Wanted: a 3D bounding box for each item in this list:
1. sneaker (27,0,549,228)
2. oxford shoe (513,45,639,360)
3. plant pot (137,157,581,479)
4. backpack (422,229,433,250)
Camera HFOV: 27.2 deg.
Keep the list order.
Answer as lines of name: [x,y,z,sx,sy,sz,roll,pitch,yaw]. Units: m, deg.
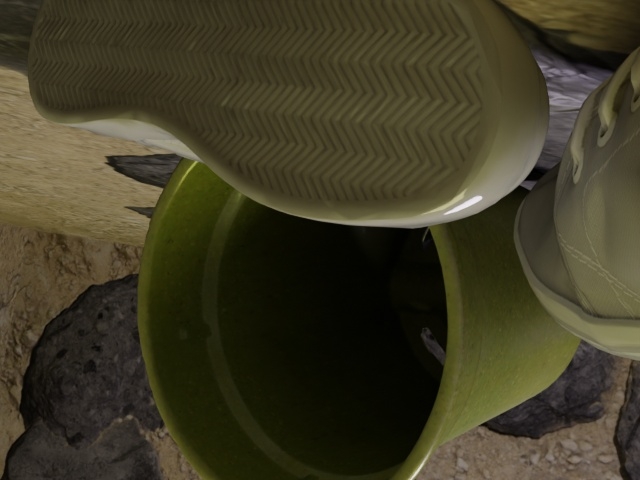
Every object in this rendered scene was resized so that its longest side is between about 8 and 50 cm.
sneaker: [0.018,-0.060,0.546,0.169,0.108,0.292,12,-175,-39]
oxford shoe: [0.156,-0.035,0.432,0.130,0.169,0.449,55,178,-7]
plant pot: [0.055,0.045,0.948,0.276,0.276,0.254,7,-175,40]
backpack: [0.000,0.000,1.223,0.173,0.117,0.158,17,172,-36]
